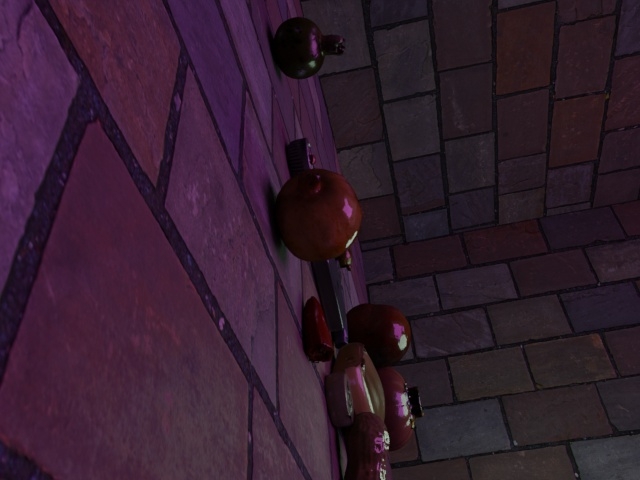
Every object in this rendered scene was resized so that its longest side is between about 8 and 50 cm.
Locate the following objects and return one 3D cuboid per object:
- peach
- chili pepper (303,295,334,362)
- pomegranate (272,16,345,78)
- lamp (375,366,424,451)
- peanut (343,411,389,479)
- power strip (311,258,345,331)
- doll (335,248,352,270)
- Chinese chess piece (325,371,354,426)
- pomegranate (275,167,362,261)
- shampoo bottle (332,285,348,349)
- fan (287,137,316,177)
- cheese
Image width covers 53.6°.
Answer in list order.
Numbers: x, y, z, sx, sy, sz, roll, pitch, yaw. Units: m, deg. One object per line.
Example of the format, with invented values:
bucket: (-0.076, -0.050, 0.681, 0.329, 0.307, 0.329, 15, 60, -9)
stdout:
peach: (0.197, 0.339, 2.265, 0.252, 0.252, 0.252, -11, 90, -84)
chili pepper: (-0.010, 0.201, 1.511, 0.088, 0.065, 0.169, 73, 5, -49)
pomegranate: (-0.040, -0.573, 1.896, 0.179, 0.211, 0.179, 180, -90, -75)
lamp: (0.248, 0.600, 2.285, 0.305, 0.240, 0.305, -10, 90, -83)
peanut: (0.121, 0.585, 1.658, 0.136, 0.120, 0.298, 87, 6, -49)
power strip: (0.029, 0.128, 1.951, 0.193, 0.059, 0.265, -75, 154, -66)
doll: (0.041, 0.003, 2.062, 0.209, 0.097, 0.137, 55, 3, -34)
Chinese chess piece: (0.053, 0.423, 1.689, 0.144, 0.058, 0.144, -10, 90, -83)
pomegranate: (-0.008, -0.055, 1.394, 0.207, 0.207, 0.207, -11, 90, -84)
shampoo bottle: (0.059, 0.248, 2.065, 0.087, 0.049, 0.233, 83, 2, -46)
fan: (-0.043, -0.172, 1.763, 0.130, 0.074, 0.244, 68, 13, -62)
cheese: (0.117, 0.481, 1.905, 0.259, 0.128, 0.315, -55, 130, -69)
